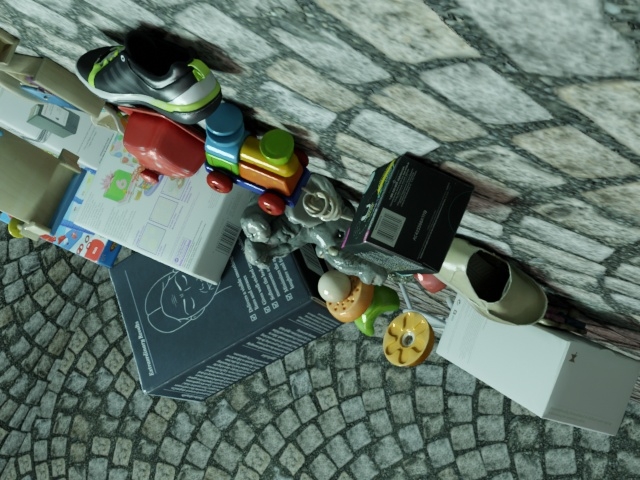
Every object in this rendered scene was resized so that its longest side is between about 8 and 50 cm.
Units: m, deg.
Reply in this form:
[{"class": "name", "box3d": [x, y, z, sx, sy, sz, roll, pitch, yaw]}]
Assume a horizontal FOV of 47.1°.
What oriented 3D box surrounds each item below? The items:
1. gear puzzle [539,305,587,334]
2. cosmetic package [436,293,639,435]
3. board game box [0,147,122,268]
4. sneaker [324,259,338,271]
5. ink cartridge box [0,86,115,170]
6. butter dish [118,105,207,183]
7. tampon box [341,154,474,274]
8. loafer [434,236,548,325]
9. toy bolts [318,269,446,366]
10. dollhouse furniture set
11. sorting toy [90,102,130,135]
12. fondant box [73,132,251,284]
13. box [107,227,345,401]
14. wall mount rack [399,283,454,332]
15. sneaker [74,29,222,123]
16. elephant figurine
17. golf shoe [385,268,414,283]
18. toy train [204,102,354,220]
[{"class": "gear puzzle", "box3d": [0.370, 0.109, 1.494, 0.175, 0.044, 0.339, 16, -176, -41]}, {"class": "cosmetic package", "box3d": [0.419, 0.232, 1.463, 0.196, 0.155, 0.365, 19, -176, -22]}, {"class": "board game box", "box3d": [-0.611, -0.127, 1.878, 0.301, 0.308, 0.086, 21, 172, 13]}, {"class": "sneaker", "box3d": [-0.001, 0.001, 1.726, 0.226, 0.086, 0.163, 60, -174, -27]}, {"class": "ink cartridge box", "box3d": [-0.599, -0.266, 1.555, 0.198, 0.115, 0.273, 19, 172, 41]}, {"class": "butter dish", "box3d": [-0.282, -0.157, 1.304, 0.160, 0.118, 0.160, 17, 172, 42]}, {"class": "tampon box", "box3d": [0.107, -0.028, 0.955, 0.101, 0.120, 0.161, 24, 173, -8]}, {"class": "loafer", "box3d": [0.296, 0.080, 1.246, 0.268, 0.102, 0.092, 28, 178, -27]}, {"class": "toy bolts", "box3d": [0.123, 0.085, 1.302, 0.158, 0.228, 0.218, 32, -167, -39]}, {"class": "dollhouse furniture set", "box3d": [-0.579, -0.188, 1.292, 0.198, 0.303, 0.286, 17, 171, 40]}, {"class": "sorting toy", "box3d": [-0.413, -0.246, 1.410, 0.083, 0.045, 0.075, 21, 166, 29]}, {"class": "fondant box", "box3d": [-0.302, -0.082, 1.449, 0.330, 0.238, 0.096, 20, 174, 28]}, {"class": "box", "box3d": [-0.190, 0.110, 1.510, 0.212, 0.395, 0.294, 37, -153, -61]}, {"class": "wall mount rack", "box3d": [0.339, 0.185, 1.885, 0.350, 0.131, 0.304, 28, 169, -30]}, {"class": "sneaker", "box3d": [-0.211, -0.216, 0.877, 0.234, 0.084, 0.097, 19, 148, 29]}, {"class": "elephant figurine", "box3d": [-0.003, -0.030, 1.259, 0.239, 0.186, 0.169, -4, -158, 15]}, {"class": "golf shoe", "box3d": [0.141, 0.039, 1.709, 0.176, 0.069, 0.086, 29, -170, -1]}, {"class": "toy train", "box3d": [-0.051, -0.106, 1.047, 0.248, 0.105, 0.143, 23, 160, 9]}]
